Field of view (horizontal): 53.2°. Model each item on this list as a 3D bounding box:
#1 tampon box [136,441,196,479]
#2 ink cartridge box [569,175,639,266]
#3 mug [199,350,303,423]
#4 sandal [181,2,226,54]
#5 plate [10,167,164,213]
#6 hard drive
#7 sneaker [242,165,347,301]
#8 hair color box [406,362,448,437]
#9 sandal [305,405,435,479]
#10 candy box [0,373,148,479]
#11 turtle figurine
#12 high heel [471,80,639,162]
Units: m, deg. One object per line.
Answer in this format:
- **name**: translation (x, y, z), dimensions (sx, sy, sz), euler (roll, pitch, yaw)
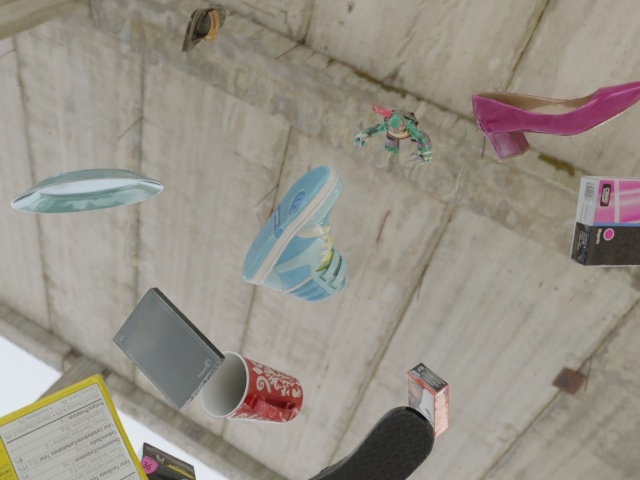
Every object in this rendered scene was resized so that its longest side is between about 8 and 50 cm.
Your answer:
- **tampon box**: translation (-0.335, 0.504, 1.247), dimensions (0.120, 0.161, 0.101), euler (31, -7, -13)
- **ink cartridge box**: translation (0.694, -0.038, 1.308), dimensions (0.371, 0.069, 0.175), euler (-1, -77, -17)
- **mug**: translation (-0.109, 0.283, 1.129), dimensions (0.113, 0.150, 0.169), euler (-42, -39, 14)
- **sandal**: translation (-0.256, -0.486, 1.467), dimensions (0.060, 0.219, 0.090), euler (23, -56, 4)
- **plate**: translation (-0.299, -0.066, 0.825), dimensions (0.188, 0.188, 0.024), euler (-15, -98, 39)
- **hard drive**: translation (-0.197, 0.140, 0.828), dimensions (0.135, 0.022, 0.094), euler (42, -76, 15)
- **sneaker**: translation (0.000, 0.000, 1.299), dimensions (0.208, 0.127, 0.319), euler (27, -52, -20)
- **hair color box**: translation (0.257, 0.383, 1.529), dimensions (0.093, 0.053, 0.167), euler (36, -35, 43)
- **sandal**: translation (0.086, 0.553, 1.461), dimensions (0.446, 0.107, 0.167), euler (-42, -99, 10)
- **candy box**: translation (-0.201, 0.166, 0.353), dimensions (0.105, 0.206, 0.027), euler (62, -30, 10)
- **turtle figurine**: translation (0.179, -0.237, 1.443), dimensions (0.175, 0.234, 0.118), euler (22, -82, 16)
- **high heel**: translation (0.342, -0.208, 0.936), dimensions (0.244, 0.082, 0.117), euler (-19, -78, 47)
